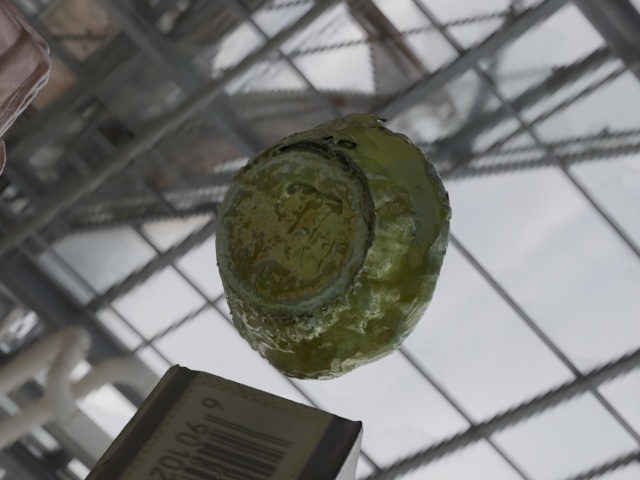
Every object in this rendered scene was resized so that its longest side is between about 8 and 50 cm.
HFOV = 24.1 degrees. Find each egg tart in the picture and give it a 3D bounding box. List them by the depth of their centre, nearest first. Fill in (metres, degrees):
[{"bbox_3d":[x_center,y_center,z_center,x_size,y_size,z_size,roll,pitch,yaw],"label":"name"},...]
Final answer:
[{"bbox_3d":[0.000,0.000,1.042,0.197,0.078,0.197,-7,-106,26],"label":"egg tart"}]

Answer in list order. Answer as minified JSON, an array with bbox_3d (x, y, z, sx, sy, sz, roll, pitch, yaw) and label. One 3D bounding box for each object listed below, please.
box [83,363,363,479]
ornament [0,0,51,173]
[{"bbox_3d":[-0.084,0.207,0.498,0.310,0.084,0.198,-54,158,-52],"label":"box"},{"bbox_3d":[-0.266,-0.059,0.777,0.221,0.235,0.217,31,-100,26],"label":"ornament"}]
